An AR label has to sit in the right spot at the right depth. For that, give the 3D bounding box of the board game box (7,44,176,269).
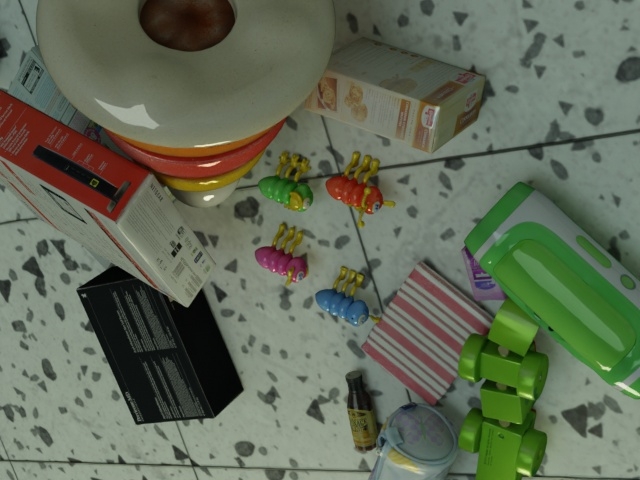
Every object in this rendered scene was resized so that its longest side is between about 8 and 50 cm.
[{"bbox_3d":[-0.371,-0.139,1.898,0.303,0.097,0.224,47,131,7],"label":"board game box"}]

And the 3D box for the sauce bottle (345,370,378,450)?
[{"bbox_3d":[0.061,0.264,1.851,0.042,0.042,0.128,0,113,34],"label":"sauce bottle"}]

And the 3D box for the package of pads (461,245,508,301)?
[{"bbox_3d":[0.228,0.043,1.635,0.050,0.032,0.083,-6,110,32],"label":"package of pads"}]

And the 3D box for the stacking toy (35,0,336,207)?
[{"bbox_3d":[-0.173,-0.176,1.572,0.350,0.350,0.480,37,156,12],"label":"stacking toy"}]

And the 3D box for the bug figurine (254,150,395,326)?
[{"bbox_3d":[0.000,0.000,1.738,0.216,0.072,0.279,20,123,24],"label":"bug figurine"}]

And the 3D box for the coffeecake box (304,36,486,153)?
[{"bbox_3d":[0.097,-0.190,1.531,0.185,0.142,0.068,22,122,23],"label":"coffeecake box"}]

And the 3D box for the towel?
[{"bbox_3d":[0.156,0.137,1.736,0.144,0.029,0.197,39,126,11],"label":"towel"}]

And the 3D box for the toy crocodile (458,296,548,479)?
[{"bbox_3d":[0.264,0.222,1.668,0.115,0.105,0.341,14,125,27],"label":"toy crocodile"}]

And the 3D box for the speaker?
[{"bbox_3d":[0.327,0.063,1.520,0.296,0.131,0.131,43,129,8],"label":"speaker"}]

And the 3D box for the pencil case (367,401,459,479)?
[{"bbox_3d":[0.121,0.368,1.796,0.113,0.124,0.273,52,144,33],"label":"pencil case"}]

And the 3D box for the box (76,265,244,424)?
[{"bbox_3d":[-0.265,0.166,1.979,0.184,0.103,0.261,-11,107,34],"label":"box"}]

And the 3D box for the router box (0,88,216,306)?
[{"bbox_3d":[-0.325,-0.059,1.665,0.301,0.082,0.335,29,166,19],"label":"router box"}]
